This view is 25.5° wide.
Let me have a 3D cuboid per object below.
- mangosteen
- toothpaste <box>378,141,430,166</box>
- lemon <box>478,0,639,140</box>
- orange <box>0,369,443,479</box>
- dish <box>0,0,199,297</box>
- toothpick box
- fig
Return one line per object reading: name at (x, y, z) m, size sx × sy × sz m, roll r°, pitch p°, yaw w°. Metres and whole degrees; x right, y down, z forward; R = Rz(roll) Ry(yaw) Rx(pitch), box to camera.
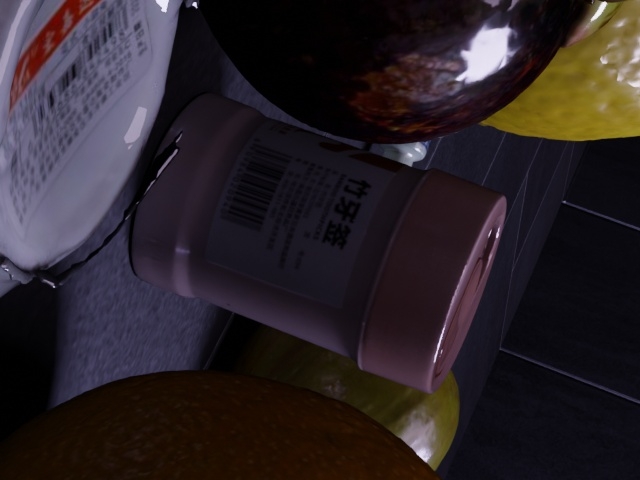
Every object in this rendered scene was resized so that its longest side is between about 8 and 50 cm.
mangosteen at (0.054, -0.134, 0.529) m, size 0.192 × 0.217 × 0.192 m, roll -8°, pitch 90°, yaw -79°
toothpaste at (0.081, -0.130, 1.037) m, size 0.062 × 0.037 × 0.216 m, roll 65°, pitch 43°, yaw -72°
lemon at (0.137, -0.183, 0.722) m, size 0.267 × 0.267 × 0.267 m, roll 21°, pitch 90°, yaw -77°
orange at (-0.049, 0.175, 0.527) m, size 0.264 × 0.264 × 0.264 m, roll 21°, pitch 90°, yaw -77°
dish at (-0.088, -0.052, 0.376) m, size 0.229 × 0.081 × 0.229 m, roll 21°, pitch 90°, yaw -76°
toothpick box at (0.000, 0.000, 0.658) m, size 0.098 × 0.149 × 0.098 m, roll 20°, pitch 90°, yaw -77°
fig at (-0.014, 0.105, 0.870) m, size 0.148 × 0.186 × 0.142 m, roll 126°, pitch -50°, yaw -58°
